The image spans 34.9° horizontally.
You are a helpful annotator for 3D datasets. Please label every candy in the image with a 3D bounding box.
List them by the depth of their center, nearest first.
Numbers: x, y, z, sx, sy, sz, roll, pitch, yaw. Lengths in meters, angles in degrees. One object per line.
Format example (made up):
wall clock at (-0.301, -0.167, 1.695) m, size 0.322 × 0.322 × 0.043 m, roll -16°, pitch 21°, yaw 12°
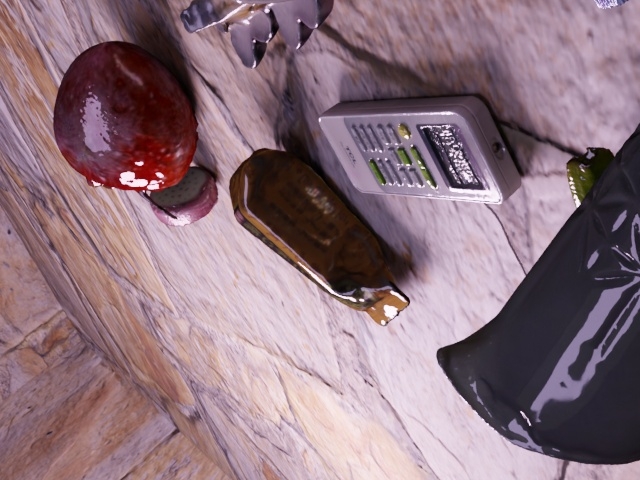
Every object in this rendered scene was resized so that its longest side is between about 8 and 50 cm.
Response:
candy at (0.000, 0.000, 1.226) m, size 0.271 × 0.101 × 0.143 m, roll 46°, pitch 165°, yaw -2°
candy at (-0.201, -0.065, 1.504) m, size 0.103 × 0.103 × 0.043 m, roll 31°, pitch 152°, yaw 40°

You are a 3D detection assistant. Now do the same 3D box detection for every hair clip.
hair clip at (-0.067, -0.249, 1.000) m, size 0.257 × 0.075 × 0.146 m, roll -7°, pitch 104°, yaw 57°

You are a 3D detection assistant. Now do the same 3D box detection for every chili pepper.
chili pepper at (0.250, 0.007, 0.808) m, size 0.052 × 0.050 × 0.201 m, roll -30°, pitch 106°, yaw 23°

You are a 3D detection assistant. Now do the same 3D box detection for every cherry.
cherry at (-0.261, -0.167, 1.362) m, size 0.192 × 0.175 × 0.249 m, roll 28°, pitch 149°, yaw 25°

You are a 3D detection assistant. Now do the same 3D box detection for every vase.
vase at (0.238, 0.018, 0.688) m, size 0.251 × 0.156 × 0.300 m, roll 11°, pitch 135°, yaw -5°

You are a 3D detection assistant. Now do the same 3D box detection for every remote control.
remote control at (0.089, -0.089, 0.991) m, size 0.250 × 0.034 × 0.103 m, roll 10°, pitch 135°, yaw 58°

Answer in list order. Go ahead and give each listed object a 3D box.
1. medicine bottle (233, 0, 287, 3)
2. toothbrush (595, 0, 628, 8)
medicine bottle at (-0.088, -0.288, 0.880) m, size 0.188 × 0.088 × 0.132 m, roll 33°, pitch 128°, yaw 45°
toothbrush at (0.233, -0.163, 0.616) m, size 0.019 × 0.013 × 0.193 m, roll 52°, pitch 160°, yaw -20°
